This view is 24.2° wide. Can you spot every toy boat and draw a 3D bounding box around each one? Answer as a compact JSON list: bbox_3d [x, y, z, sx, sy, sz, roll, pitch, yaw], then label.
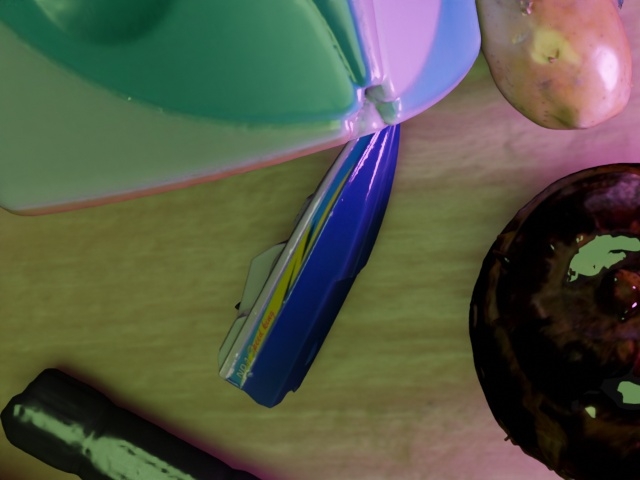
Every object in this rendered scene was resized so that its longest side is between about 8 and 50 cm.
[{"bbox_3d":[0.000,0.000,1.347,0.088,0.129,0.295,30,106,11],"label":"toy boat"}]

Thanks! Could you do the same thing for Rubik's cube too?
[{"bbox_3d":[-0.094,-0.234,1.160,0.347,0.352,0.351,-12,98,21],"label":"Rubik's cube"}]

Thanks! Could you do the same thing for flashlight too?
[{"bbox_3d":[-0.111,0.249,1.446,0.424,0.103,0.103,29,107,1],"label":"flashlight"}]

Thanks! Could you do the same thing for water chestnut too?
[{"bbox_3d":[0.273,0.088,1.285,0.300,0.300,0.300,2,105,8],"label":"water chestnut"}]

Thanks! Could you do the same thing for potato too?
[{"bbox_3d":[0.196,-0.177,1.280,0.118,0.109,0.178,-25,93,36],"label":"potato"}]

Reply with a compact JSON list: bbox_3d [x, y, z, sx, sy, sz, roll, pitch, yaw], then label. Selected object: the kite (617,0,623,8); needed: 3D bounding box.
[{"bbox_3d":[0.358,-0.377,1.252,0.368,0.014,0.406,38,106,-3],"label":"kite"}]
